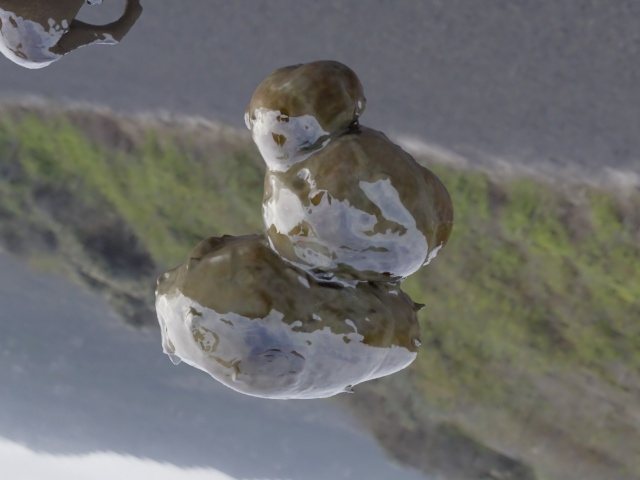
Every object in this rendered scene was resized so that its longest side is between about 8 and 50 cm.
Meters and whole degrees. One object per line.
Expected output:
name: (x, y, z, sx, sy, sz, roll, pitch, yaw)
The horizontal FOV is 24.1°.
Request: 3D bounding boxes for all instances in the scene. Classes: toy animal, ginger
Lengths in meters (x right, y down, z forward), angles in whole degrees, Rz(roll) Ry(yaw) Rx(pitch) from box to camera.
toy animal: (-0.226, -0.197, 0.942, 0.214, 0.186, 0.094, 56, 157, 10)
ginger: (0.000, 0.000, 1.320, 0.244, 0.304, 0.155, 20, -170, -8)
